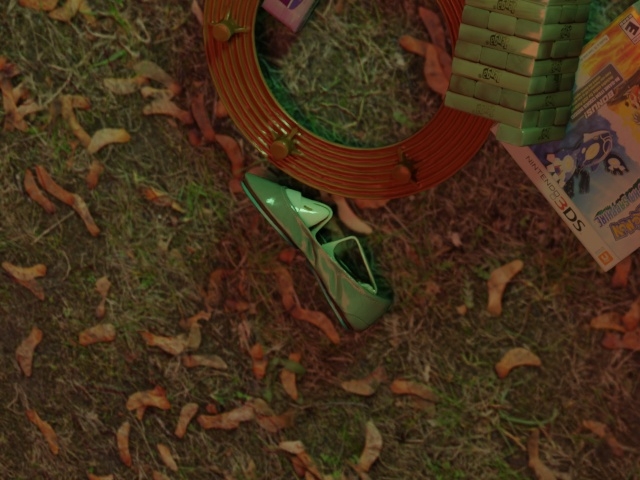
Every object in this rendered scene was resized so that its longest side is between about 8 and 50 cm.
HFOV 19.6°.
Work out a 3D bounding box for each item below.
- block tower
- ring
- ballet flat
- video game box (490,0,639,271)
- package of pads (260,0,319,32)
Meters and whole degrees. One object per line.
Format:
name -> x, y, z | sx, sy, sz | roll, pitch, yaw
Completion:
block tower -> 0.201, -0.261, 1.722 | 0.097, 0.091, 0.335 | 20, 109, 33
ring -> 0.028, -0.193, 1.889 | 0.337, 0.032, 0.336 | 9, 116, 20
ballet flat -> 0.000, 0.000, 1.992 | 0.068, 0.072, 0.213 | -36, 88, 7
video game box -> 0.294, -0.099, 1.785 | 0.187, 0.048, 0.205 | 50, 124, 3
package of pads -> -0.023, -0.262, 1.918 | 0.050, 0.032, 0.083 | 38, 123, 8
